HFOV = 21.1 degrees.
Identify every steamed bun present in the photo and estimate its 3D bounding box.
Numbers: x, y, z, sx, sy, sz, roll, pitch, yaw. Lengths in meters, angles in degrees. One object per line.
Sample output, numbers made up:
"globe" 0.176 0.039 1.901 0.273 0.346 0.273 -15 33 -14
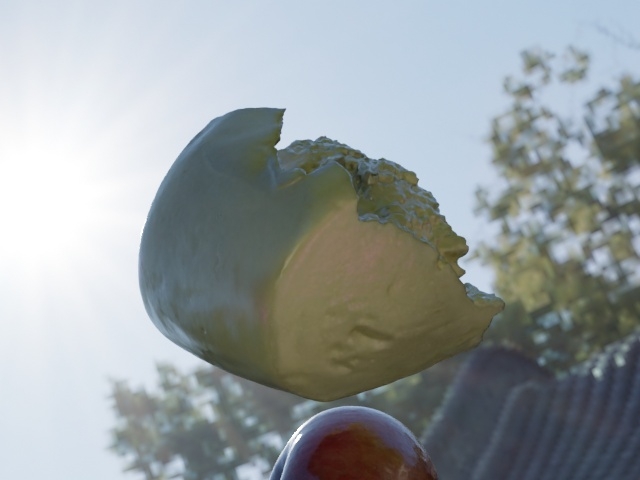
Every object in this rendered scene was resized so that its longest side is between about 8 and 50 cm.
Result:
"steamed bun" 0.000 0.000 1.112 0.200 0.225 0.170 -19 -68 -30

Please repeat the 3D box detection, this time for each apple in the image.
"apple" 0.021 0.195 1.237 0.120 0.153 0.153 20 -36 -5
